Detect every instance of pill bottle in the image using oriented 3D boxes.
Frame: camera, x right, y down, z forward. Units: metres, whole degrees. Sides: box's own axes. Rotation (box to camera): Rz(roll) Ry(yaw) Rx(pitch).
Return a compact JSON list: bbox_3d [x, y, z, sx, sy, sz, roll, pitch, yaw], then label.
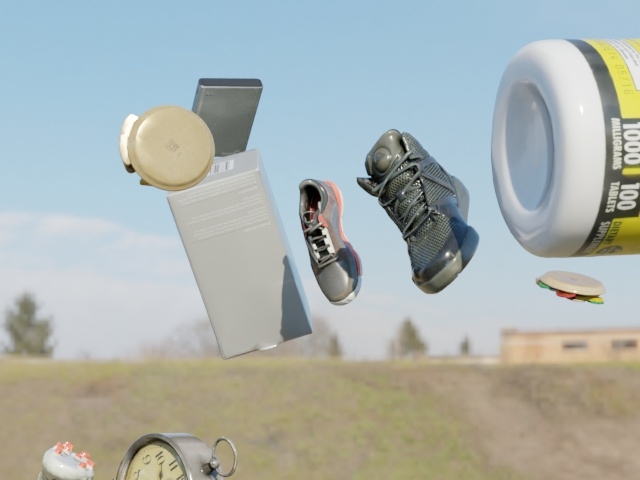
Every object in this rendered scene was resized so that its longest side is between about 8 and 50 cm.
[{"bbox_3d":[0.334,-0.084,1.230,0.334,0.188,0.188,-3,-5,-14],"label":"pill bottle"}]

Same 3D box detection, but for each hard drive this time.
[{"bbox_3d":[-0.143,-0.177,2.042,0.094,0.022,0.135,-3,-43,-22],"label":"hard drive"}]

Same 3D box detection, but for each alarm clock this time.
[{"bbox_3d":[-0.140,0.254,1.439,0.064,0.129,0.192,5,-34,-42],"label":"alarm clock"}]

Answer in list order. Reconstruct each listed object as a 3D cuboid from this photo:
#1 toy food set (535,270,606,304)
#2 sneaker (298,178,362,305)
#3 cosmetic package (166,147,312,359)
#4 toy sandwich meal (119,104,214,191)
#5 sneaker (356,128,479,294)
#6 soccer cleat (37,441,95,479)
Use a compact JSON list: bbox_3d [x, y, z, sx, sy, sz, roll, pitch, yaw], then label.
[{"bbox_3d":[0.302,0.056,1.696,0.083,0.020,0.082,9,13,-4],"label":"toy food set"},{"bbox_3d":[0.000,0.000,1.623,0.061,0.158,0.065,-25,-24,23],"label":"sneaker"},{"bbox_3d":[-0.101,0.018,1.796,0.127,0.238,0.107,-15,21,3],"label":"cosmetic package"},{"bbox_3d":[-0.134,-0.079,1.228,0.085,0.086,0.029,1,-11,-18],"label":"toy sandwich meal"},{"bbox_3d":[0.095,-0.033,1.458,0.130,0.087,0.227,40,23,-17],"label":"sneaker"},{"bbox_3d":[-0.330,0.303,1.804,0.068,0.076,0.196,32,-9,-3],"label":"soccer cleat"}]
